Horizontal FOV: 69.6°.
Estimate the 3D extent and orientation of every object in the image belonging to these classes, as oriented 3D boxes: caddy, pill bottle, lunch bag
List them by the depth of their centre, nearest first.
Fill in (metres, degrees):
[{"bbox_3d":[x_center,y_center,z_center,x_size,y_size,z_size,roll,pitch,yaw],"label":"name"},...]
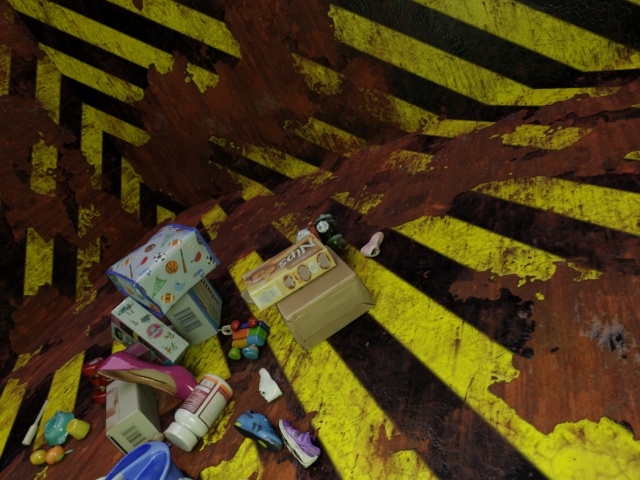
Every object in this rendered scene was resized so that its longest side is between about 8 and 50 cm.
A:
[{"bbox_3d":[-0.532,0.726,1.264,0.241,0.179,0.341,-6,34,43],"label":"caddy"},{"bbox_3d":[-0.394,0.557,1.499,0.121,0.121,0.221,-8,33,39],"label":"pill bottle"},{"bbox_3d":[-0.653,0.103,1.868,0.385,0.239,0.328,12,47,43],"label":"lunch bag"}]

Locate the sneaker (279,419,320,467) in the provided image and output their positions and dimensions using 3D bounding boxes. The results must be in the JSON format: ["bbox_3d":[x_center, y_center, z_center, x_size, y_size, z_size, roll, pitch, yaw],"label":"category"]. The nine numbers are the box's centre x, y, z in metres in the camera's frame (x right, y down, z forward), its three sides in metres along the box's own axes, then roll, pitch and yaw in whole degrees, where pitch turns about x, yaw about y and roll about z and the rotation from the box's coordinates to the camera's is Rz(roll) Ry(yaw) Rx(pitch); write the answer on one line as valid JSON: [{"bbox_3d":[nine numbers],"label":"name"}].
[{"bbox_3d":[-0.057,0.545,1.254,0.071,0.068,0.170,-24,30,-26],"label":"sneaker"}]

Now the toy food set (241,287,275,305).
[{"bbox_3d":[-0.186,0.177,2.018,0.306,0.092,0.220,-3,36,43],"label":"toy food set"}]

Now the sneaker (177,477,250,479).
[{"bbox_3d":[-0.221,0.659,1.139,0.365,0.135,0.150,8,36,40],"label":"sneaker"}]

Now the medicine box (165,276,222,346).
[{"bbox_3d":[-0.575,0.272,2.055,0.149,0.264,0.289,-27,26,5],"label":"medicine box"}]

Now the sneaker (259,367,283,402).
[{"bbox_3d":[-0.179,0.472,1.510,0.061,0.054,0.152,-39,27,-12],"label":"sneaker"}]

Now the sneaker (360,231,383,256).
[{"bbox_3d":[0.233,0.020,1.915,0.134,0.051,0.070,-44,30,-20],"label":"sneaker"}]

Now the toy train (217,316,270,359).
[{"bbox_3d":[-0.320,0.392,1.770,0.247,0.105,0.144,-15,42,28],"label":"toy train"}]

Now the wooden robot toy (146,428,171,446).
[{"bbox_3d":[-0.550,0.684,1.498,0.079,0.076,0.173,-26,23,34],"label":"wooden robot toy"}]

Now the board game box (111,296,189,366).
[{"bbox_3d":[-0.674,0.390,1.812,0.097,0.303,0.224,-51,-5,-40],"label":"board game box"}]

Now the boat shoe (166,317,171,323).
[{"bbox_3d":[-0.706,0.375,2.249,0.066,0.066,0.183,-38,36,-27],"label":"boat shoe"}]

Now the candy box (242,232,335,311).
[{"bbox_3d":[-0.120,0.110,1.682,0.316,0.088,0.183,-31,25,-6],"label":"candy box"}]

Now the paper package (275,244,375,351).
[{"bbox_3d":[-0.010,0.201,1.701,0.309,0.168,0.325,-32,24,-8],"label":"paper package"}]

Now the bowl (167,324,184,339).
[{"bbox_3d":[-0.668,0.430,2.044,0.170,0.080,0.170,-19,19,7],"label":"bowl"}]

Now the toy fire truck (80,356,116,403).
[{"bbox_3d":[-0.832,0.554,1.953,0.302,0.170,0.254,-8,14,36],"label":"toy fire truck"}]

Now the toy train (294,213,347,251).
[{"bbox_3d":[0.000,0.000,1.956,0.190,0.142,0.334,-28,-14,4],"label":"toy train"}]

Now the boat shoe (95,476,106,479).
[{"bbox_3d":[-0.714,0.842,1.332,0.091,0.109,0.305,6,49,51],"label":"boat shoe"}]

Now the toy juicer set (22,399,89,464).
[{"bbox_3d":[-1.076,0.790,1.851,0.328,0.089,0.209,4,53,37],"label":"toy juicer set"}]

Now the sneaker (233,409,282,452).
[{"bbox_3d":[-0.170,0.546,1.343,0.209,0.069,0.082,1,35,48],"label":"sneaker"}]

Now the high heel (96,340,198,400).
[{"bbox_3d":[-0.599,0.508,1.632,0.377,0.127,0.181,23,30,20],"label":"high heel"}]

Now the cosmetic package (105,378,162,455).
[{"bbox_3d":[-0.678,0.615,1.662,0.129,0.153,0.296,-34,24,-12],"label":"cosmetic package"}]
